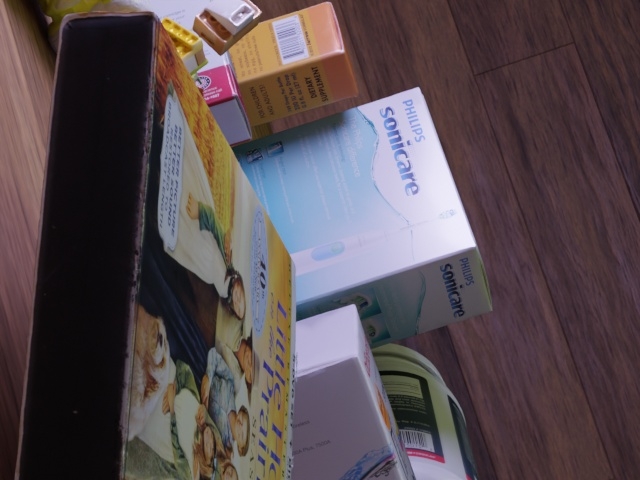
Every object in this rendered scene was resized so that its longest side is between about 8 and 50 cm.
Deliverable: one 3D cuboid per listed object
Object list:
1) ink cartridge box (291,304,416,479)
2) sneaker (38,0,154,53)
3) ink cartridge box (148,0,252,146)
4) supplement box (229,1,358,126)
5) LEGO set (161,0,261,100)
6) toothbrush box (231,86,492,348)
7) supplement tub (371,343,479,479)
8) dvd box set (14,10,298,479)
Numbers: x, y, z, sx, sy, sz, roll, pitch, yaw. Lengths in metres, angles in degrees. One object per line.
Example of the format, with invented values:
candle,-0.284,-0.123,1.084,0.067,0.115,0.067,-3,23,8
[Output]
ink cartridge box,-0.008,0.205,1.397,0.171,0.168,0.232,-90,161,-78
sneaker,-0.203,-0.236,1.277,0.240,0.091,0.126,64,8,-62
ink cartridge box,-0.147,-0.163,1.470,0.072,0.127,0.175,69,4,-56
supplement box,-0.086,-0.158,1.553,0.078,0.233,0.080,68,9,-54
LEGO set,-0.130,-0.078,1.266,0.107,0.132,0.287,76,21,-49
toothbrush box,0.000,0.000,1.574,0.126,0.296,0.216,67,5,-53
supplement tub,0.071,0.250,1.667,0.272,0.191,0.191,-97,168,-63
dvd box set,-0.085,0.088,0.989,0.420,0.062,0.307,65,25,-67
